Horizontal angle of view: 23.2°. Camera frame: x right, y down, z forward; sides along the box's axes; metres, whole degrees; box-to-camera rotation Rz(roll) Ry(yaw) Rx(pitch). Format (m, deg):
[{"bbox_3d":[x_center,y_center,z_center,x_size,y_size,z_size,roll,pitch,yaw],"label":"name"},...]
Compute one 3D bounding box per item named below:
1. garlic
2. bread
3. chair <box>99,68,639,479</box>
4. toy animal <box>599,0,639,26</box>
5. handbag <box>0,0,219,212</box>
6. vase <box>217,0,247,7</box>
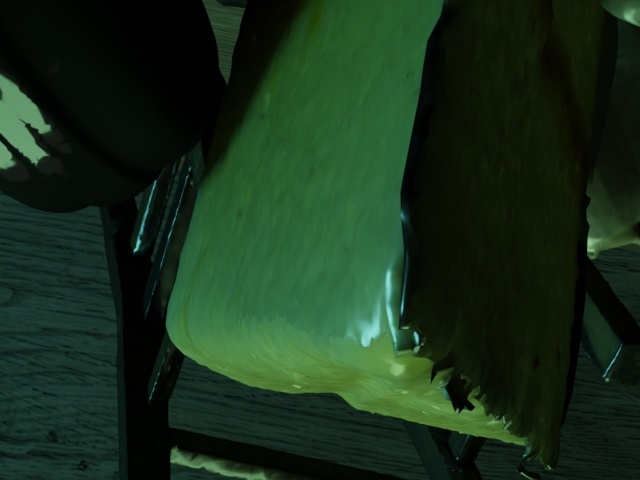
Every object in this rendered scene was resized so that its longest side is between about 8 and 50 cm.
[{"bbox_3d":[0.157,-0.082,1.033,0.228,0.217,0.110,32,160,28],"label":"garlic"},{"bbox_3d":[0.091,-0.079,0.600,0.242,0.345,0.405,17,167,-17],"label":"bread"},{"bbox_3d":[0.000,0.000,0.969,0.241,0.203,0.416,10,-151,-16],"label":"chair"},{"bbox_3d":[0.200,-0.155,0.599,0.131,0.181,0.127,-2,-147,-33],"label":"toy animal"},{"bbox_3d":[-0.138,-0.141,0.707,0.093,0.253,0.308,-28,-164,8],"label":"handbag"},{"bbox_3d":[0.043,-0.166,0.975,0.219,0.096,0.096,12,176,9],"label":"vase"}]
